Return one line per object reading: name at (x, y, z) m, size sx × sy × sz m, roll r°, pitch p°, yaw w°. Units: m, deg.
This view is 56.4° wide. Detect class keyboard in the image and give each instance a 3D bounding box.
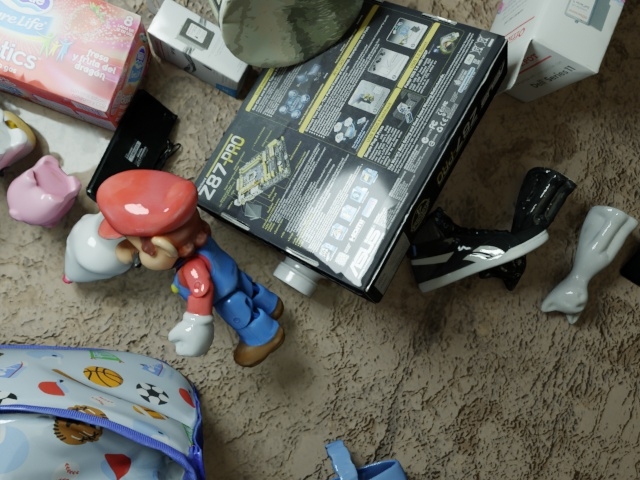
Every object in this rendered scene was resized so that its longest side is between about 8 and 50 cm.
keyboard at (-0.273, -0.122, 0.881) m, size 0.100 × 0.038 × 0.192 m, roll 40°, pitch 58°, yaw -39°

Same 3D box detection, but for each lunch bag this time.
lunch bag at (-0.341, 0.259, 0.740) m, size 0.386 × 0.328 × 0.238 m, roll 0°, pitch 93°, yaw -13°

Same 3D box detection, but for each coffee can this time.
coffee can at (-0.084, -0.409, 0.815) m, size 0.202 × 0.201 × 0.275 m, roll -20°, pitch 69°, yaw -10°

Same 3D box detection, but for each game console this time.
game console at (0.615, 0.034, 1.080) m, size 0.122 × 0.071 × 0.107 m, roll 30°, pitch 54°, yaw -9°

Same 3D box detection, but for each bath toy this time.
bath toy at (-0.409, -0.072, 0.837) m, size 0.129 × 0.151 × 0.348 m, roll -37°, pitch 103°, yaw 26°

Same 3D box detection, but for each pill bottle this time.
pill bottle at (0.000, 0.000, 0.925) m, size 0.094 × 0.094 × 0.169 m, roll 34°, pitch 83°, yaw -8°

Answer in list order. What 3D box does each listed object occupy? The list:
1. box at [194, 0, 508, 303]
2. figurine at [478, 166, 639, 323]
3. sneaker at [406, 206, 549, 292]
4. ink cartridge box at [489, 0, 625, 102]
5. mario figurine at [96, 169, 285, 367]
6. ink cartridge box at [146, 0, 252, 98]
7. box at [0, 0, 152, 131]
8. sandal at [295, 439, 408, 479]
box at (0.036, -0.154, 0.859) m, size 0.318 × 0.097 × 0.394 m, roll 26°, pitch 83°, yaw 22°
figurine at (0.400, 0.017, 1.011) m, size 0.215 × 0.092 × 0.209 m, roll 29°, pitch 93°, yaw -9°
sneaker at (0.236, -0.009, 0.944) m, size 0.217 × 0.079 × 0.121 m, roll -24°, pitch 86°, yaw 14°
ink cartridge box at (0.366, -0.353, 0.940) m, size 0.119 × 0.207 × 0.353 m, roll 24°, pitch 87°, yaw -9°
mario figurine at (-0.193, 0.042, 0.828) m, size 0.170 × 0.198 × 0.320 m, roll -47°, pitch 119°, yaw -17°
ink cartridge box at (-0.191, -0.291, 0.890) m, size 0.180 × 0.104 × 0.060 m, roll 28°, pitch 86°, yaw -8°
box at (-0.405, -0.276, 0.827) m, size 0.300 × 0.154 × 0.142 m, roll 19°, pitch 85°, yaw -8°
sandal at (0.102, 0.408, 0.927) m, size 0.317 × 0.126 × 0.138 m, roll 20°, pitch 82°, yaw -11°
